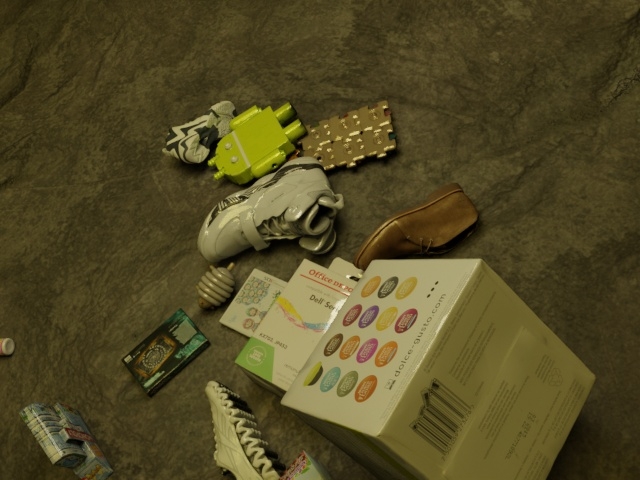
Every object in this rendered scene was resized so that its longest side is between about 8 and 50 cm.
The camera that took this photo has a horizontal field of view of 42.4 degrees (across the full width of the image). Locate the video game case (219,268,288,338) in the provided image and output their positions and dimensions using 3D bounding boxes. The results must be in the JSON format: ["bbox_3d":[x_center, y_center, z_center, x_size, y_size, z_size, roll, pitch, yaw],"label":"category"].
[{"bbox_3d":[-0.140,0.154,1.925,0.143,0.019,0.157,22,69,30],"label":"video game case"}]

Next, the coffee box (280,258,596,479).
[{"bbox_3d":[0.203,0.264,1.464,0.337,0.338,0.334,-56,23,-18],"label":"coffee box"}]

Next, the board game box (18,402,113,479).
[{"bbox_3d":[-0.547,0.446,1.811,0.060,0.194,0.194,-41,69,-7],"label":"board game box"}]

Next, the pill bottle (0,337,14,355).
[{"bbox_3d":[-0.821,0.270,2.086,0.083,0.043,0.043,-5,58,18],"label":"pill bottle"}]

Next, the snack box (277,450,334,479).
[{"bbox_3d":[-0.052,0.529,1.560,0.207,0.070,0.174,-50,23,-1],"label":"snack box"}]

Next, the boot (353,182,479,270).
[{"bbox_3d":[0.216,-0.007,1.848,0.305,0.112,0.115,-32,64,-6],"label":"boot"}]

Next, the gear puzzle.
[{"bbox_3d":[0.029,-0.234,2.101,0.339,0.044,0.175,-16,57,13],"label":"gear puzzle"}]

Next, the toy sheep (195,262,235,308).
[{"bbox_3d":[-0.247,0.106,1.955,0.091,0.091,0.132,34,93,33],"label":"toy sheep"}]

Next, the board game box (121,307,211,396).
[{"bbox_3d":[-0.363,0.262,1.934,0.186,0.026,0.126,-41,55,-8],"label":"board game box"}]

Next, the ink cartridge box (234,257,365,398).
[{"bbox_3d":[0.003,0.180,1.794,0.207,0.119,0.353,22,68,31],"label":"ink cartridge box"}]

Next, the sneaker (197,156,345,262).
[{"bbox_3d":[-0.114,-0.042,1.939,0.366,0.137,0.210,-35,39,-4],"label":"sneaker"}]

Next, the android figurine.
[{"bbox_3d":[-0.171,-0.251,2.149,0.273,0.056,0.248,-31,46,6],"label":"android figurine"}]

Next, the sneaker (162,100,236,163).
[{"bbox_3d":[-0.340,-0.297,2.237,0.153,0.094,0.235,6,53,34],"label":"sneaker"}]

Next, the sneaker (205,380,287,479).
[{"bbox_3d":[-0.183,0.417,1.728,0.118,0.110,0.292,-40,54,4],"label":"sneaker"}]

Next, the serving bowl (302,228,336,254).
[{"bbox_3d":[0.000,0.000,1.966,0.083,0.027,0.083,-10,56,15],"label":"serving bowl"}]
